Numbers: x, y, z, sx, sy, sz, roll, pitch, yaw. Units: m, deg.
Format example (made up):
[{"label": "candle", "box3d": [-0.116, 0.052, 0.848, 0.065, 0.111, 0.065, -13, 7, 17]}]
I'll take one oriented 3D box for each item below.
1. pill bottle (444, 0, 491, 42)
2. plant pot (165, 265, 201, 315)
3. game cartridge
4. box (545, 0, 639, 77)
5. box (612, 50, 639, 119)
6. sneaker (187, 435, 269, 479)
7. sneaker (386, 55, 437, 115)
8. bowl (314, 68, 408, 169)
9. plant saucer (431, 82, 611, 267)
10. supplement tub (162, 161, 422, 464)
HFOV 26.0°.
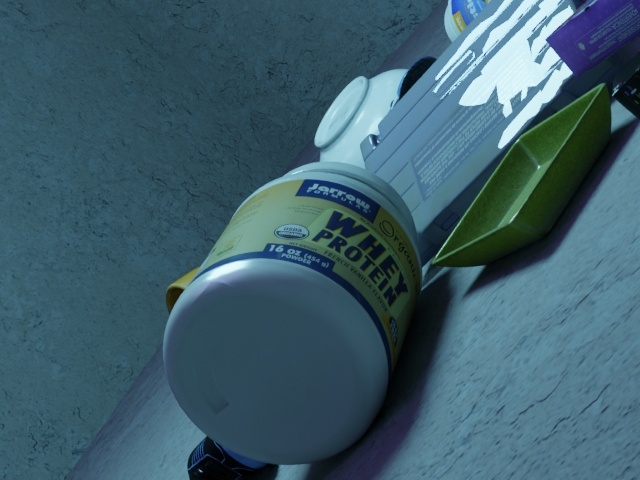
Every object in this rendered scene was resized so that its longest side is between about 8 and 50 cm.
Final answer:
[{"label": "pill bottle", "box3d": [0.288, -0.375, 2.162, 0.152, 0.152, 0.272, -52, 7, -15]}, {"label": "plant pot", "box3d": [-0.083, 0.098, 1.964, 0.188, 0.205, 0.205, -36, 0, -24]}, {"label": "game cartridge", "box3d": [0.189, -0.148, 1.617, 0.355, 0.068, 0.230, -46, 40, 30]}, {"label": "box", "box3d": [0.375, -0.297, 1.382, 0.293, 0.057, 0.201, -42, 3, -20]}, {"label": "box", "box3d": [0.310, -0.152, 1.250, 0.083, 0.052, 0.062, -48, 6, 28]}, {"label": "sneaker", "box3d": [-0.113, 0.268, 1.667, 0.090, 0.081, 0.232, -54, 1, -10]}, {"label": "sneaker", "box3d": [0.117, -0.177, 1.839, 0.059, 0.053, 0.144, -160, 94, -81]}, {"label": "bowl", "box3d": [0.084, -0.183, 2.335, 0.298, 0.134, 0.298, -50, 17, 21]}, {"label": "plant saucer", "box3d": [0.211, -0.051, 1.385, 0.188, 0.045, 0.188, -54, 8, -22]}, {"label": "supplement tub", "box3d": [-0.016, 0.064, 1.470, 0.228, 0.228, 0.316, -47, 8, 28]}]
